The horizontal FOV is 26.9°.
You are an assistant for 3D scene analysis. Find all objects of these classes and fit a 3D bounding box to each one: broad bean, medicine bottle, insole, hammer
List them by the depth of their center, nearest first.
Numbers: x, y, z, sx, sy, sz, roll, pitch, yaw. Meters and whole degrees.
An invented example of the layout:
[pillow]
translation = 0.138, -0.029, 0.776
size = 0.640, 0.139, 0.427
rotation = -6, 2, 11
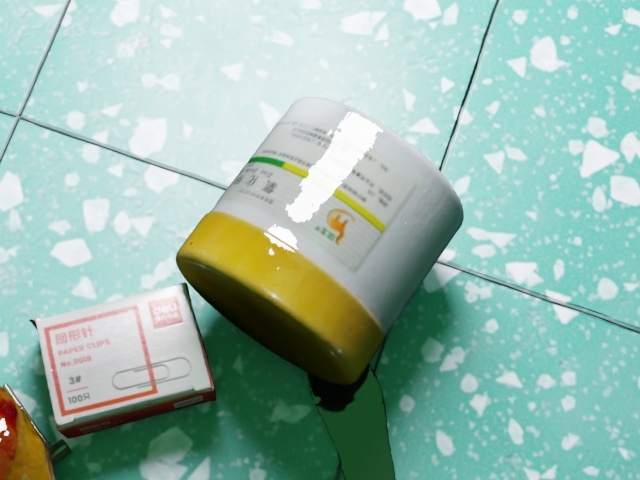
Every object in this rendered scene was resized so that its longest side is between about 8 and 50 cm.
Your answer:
[broad bean]
translation = -0.373, 0.245, 1.436
size = 0.156, 0.122, 0.228
rotation = -29, 75, -5
[medicine bottle]
translation = 0.000, 0.000, 1.456
size = 0.238, 0.238, 0.232
rotation = 33, 75, 6
[hammer]
translation = -0.325, 0.205, 1.505
size = 0.035, 0.019, 0.110
rotation = -36, 74, -11
[insole]
translation = 0.042, 0.215, 1.521
size = 0.080, 0.003, 0.232
rotation = -15, 76, -6

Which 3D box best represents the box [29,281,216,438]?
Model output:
[box]
translation = -0.218, 0.133, 1.483
size = 0.182, 0.099, 0.133
rotation = -12, 74, -6
